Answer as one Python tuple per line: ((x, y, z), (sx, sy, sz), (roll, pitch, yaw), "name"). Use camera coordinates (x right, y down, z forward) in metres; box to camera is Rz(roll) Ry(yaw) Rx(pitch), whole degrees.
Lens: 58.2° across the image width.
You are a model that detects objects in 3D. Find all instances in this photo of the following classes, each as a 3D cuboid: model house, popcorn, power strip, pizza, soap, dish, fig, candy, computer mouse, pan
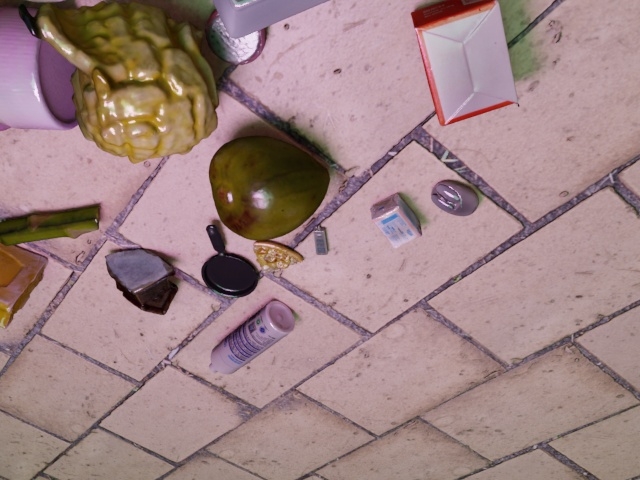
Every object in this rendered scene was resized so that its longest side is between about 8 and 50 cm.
((-0.423, 0.102, 1.373), (0.165, 0.106, 0.152), (34, 150, 26), "model house")
((-0.299, -0.261, 0.941), (0.237, 0.293, 0.292), (-31, 131, -19), "popcorn")
((0.000, 0.000, 1.264), (0.027, 0.017, 0.083), (-2, 131, 8), "power strip")
((-0.106, 0.050, 1.317), (0.123, 0.026, 0.108), (20, 132, -9), "pizza")
((-0.825, 0.060, 1.322), (0.315, 0.199, 0.091), (26, 122, -11), "soap")
((-0.069, -0.418, 0.847), (0.243, 0.080, 0.181), (-17, 119, 14), "dish")
((-0.091, -0.106, 1.097), (0.225, 0.203, 0.202), (-20, 140, -31), "fig")
((-0.142, -0.349, 0.970), (0.103, 0.043, 0.103), (3, 129, 3), "candy")
((0.267, -0.080, 1.141), (0.096, 0.039, 0.066), (20, 130, -8), "computer mouse")
((-0.220, 0.046, 1.327), (0.136, 0.028, 0.235), (-1, 133, 9), "pan")

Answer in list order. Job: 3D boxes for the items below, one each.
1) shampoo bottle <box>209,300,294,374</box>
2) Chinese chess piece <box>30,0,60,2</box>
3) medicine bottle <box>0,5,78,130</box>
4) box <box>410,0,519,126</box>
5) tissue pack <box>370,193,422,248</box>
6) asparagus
((-0.191, 0.264, 1.468), (0.092, 0.092, 0.303), (35, 126, -20), "shampoo bottle")
((-0.440, -0.488, 0.858), (0.251, 0.101, 0.250), (4, 130, 5), "Chinese chess piece")
((-0.611, -0.297, 0.969), (0.389, 0.219, 0.219), (3, 131, 4), "medicine bottle")
((0.232, -0.294, 0.928), (0.133, 0.099, 0.182), (-15, 125, 17), "box")
((0.154, -0.040, 1.179), (0.074, 0.058, 0.094), (-26, 122, 24), "tissue pack")
((-0.608, -0.032, 1.300), (0.278, 0.060, 0.067), (-6, 110, 13), "asparagus")
